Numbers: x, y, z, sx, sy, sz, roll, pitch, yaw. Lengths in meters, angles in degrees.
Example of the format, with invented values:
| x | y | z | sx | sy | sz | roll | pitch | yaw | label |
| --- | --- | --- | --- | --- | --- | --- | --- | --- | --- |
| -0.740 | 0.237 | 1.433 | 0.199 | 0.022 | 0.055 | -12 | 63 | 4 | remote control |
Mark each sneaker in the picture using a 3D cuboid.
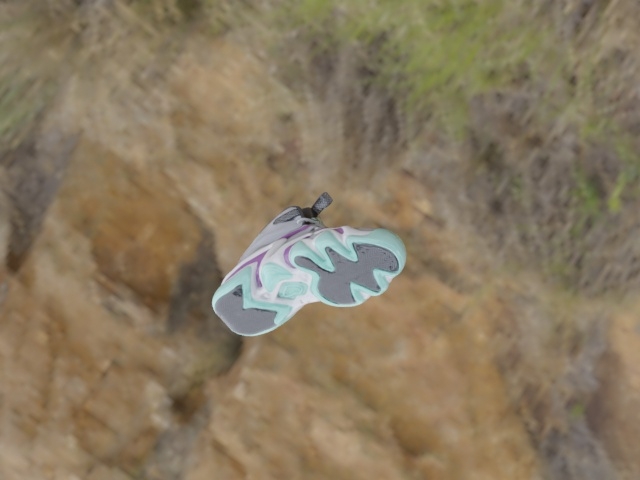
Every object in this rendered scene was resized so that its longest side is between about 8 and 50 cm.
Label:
| x | y | z | sx | sy | sz | roll | pitch | yaw | label |
| --- | --- | --- | --- | --- | --- | --- | --- | --- | --- |
| 0.000 | 0.000 | 0.717 | 0.098 | 0.069 | 0.038 | -17 | 121 | 31 | sneaker |
